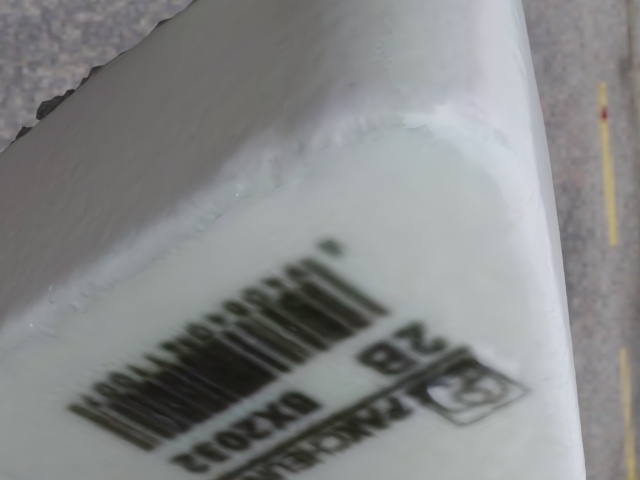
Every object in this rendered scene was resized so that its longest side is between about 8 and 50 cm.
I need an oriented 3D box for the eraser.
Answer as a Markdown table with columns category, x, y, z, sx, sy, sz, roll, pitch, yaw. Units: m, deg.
| category | x | y | z | sx | sy | sz | roll | pitch | yaw |
| --- | --- | --- | --- | --- | --- | --- | --- | --- | --- |
| eraser | 0.000 | 0.000 | 0.665 | 0.150 | 0.331 | 0.331 | -89 | 160 | -44 |
